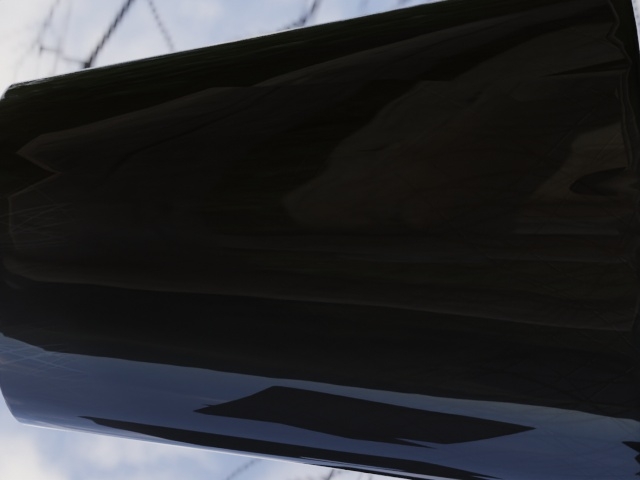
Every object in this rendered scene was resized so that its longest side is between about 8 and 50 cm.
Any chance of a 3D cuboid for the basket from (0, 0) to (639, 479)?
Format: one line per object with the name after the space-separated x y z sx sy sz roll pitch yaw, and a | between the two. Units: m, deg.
0.000 0.000 0.711 0.226 0.154 0.204 -1 -102 2 | basket
